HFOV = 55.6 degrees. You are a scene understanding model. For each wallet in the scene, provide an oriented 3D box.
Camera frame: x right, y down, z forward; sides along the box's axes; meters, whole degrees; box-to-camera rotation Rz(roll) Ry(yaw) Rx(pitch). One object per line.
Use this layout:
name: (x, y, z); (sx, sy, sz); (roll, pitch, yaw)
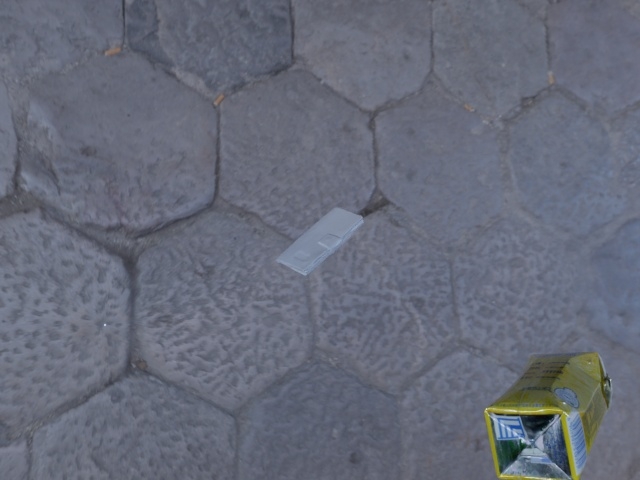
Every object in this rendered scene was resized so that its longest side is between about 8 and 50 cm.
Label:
wallet: (0.000, 0.000, 0.566); (0.083, 0.044, 0.011); (-42, 130, -25)

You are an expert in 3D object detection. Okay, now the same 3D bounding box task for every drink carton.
drink carton: (0.217, 0.144, 0.550); (0.200, 0.084, 0.074); (-17, 94, -55)
